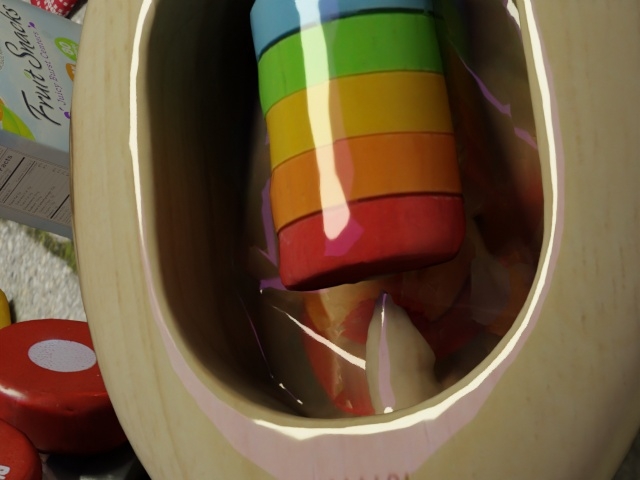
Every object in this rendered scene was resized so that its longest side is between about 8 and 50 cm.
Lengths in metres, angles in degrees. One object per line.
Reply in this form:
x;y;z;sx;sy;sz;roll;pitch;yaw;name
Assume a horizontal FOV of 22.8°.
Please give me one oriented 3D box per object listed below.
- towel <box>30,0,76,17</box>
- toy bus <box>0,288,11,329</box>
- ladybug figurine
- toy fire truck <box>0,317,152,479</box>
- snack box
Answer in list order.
-0.163;-0.318;1.240;0.275;0.031;0.199;-40;55;38;towel
-0.276;0.191;1.133;0.130;0.108;0.332;-39;49;30;toy bus
0.033;-0.044;0.771;0.305;0.162;0.449;-8;75;22;ladybug figurine
-0.098;0.176;0.809;0.254;0.302;0.169;17;114;15;toy fire truck
-0.184;-0.083;1.048;0.070;0.207;0.174;-51;44;25;snack box
